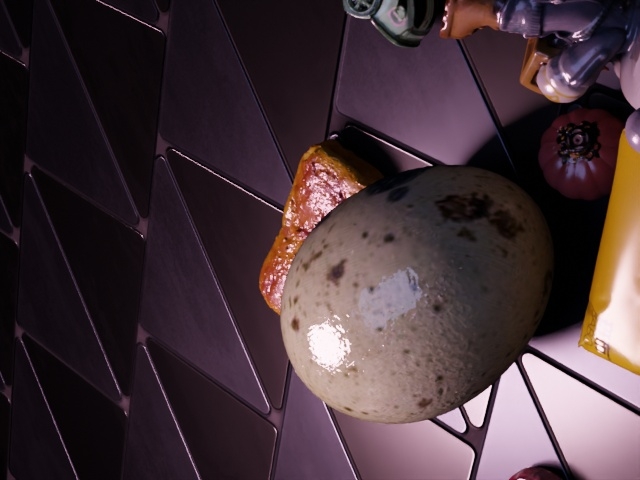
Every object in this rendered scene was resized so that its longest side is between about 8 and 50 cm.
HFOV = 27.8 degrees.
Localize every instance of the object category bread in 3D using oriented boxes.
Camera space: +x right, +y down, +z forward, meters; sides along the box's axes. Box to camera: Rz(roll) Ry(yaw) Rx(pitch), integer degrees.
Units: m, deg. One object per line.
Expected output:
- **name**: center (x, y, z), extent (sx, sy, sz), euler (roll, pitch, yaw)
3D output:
- **bread**: center (0.001, 0.000, 1.802), extent (0.139, 0.077, 0.271), euler (40, 125, 26)

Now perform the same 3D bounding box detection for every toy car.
- **toy car**: center (0.062, -0.385, 1.577), extent (0.125, 0.136, 0.305), euler (-34, 79, 26)

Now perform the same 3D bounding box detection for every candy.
- **candy**: center (0.279, 0.341, 1.657), extent (0.103, 0.043, 0.103), euler (16, 114, 41)

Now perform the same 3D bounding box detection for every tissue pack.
- **tissue pack**: center (0.394, 0.024, 1.371), extent (0.192, 0.134, 0.270), euler (26, 120, 38)

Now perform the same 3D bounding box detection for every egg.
- **egg**: center (0.113, 0.062, 1.556), extent (0.287, 0.288, 0.379), euler (52, 128, 19)

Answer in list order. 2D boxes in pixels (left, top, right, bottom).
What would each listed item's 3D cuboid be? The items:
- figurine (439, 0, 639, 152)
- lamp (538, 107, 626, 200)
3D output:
- **figurine**: center (0.312, -0.198, 1.271), extent (0.382, 0.261, 0.186), euler (13, 159, 6)
- **lamp**: center (0.299, -0.097, 1.456), extent (0.108, 0.092, 0.107), euler (-7, 72, 22)
